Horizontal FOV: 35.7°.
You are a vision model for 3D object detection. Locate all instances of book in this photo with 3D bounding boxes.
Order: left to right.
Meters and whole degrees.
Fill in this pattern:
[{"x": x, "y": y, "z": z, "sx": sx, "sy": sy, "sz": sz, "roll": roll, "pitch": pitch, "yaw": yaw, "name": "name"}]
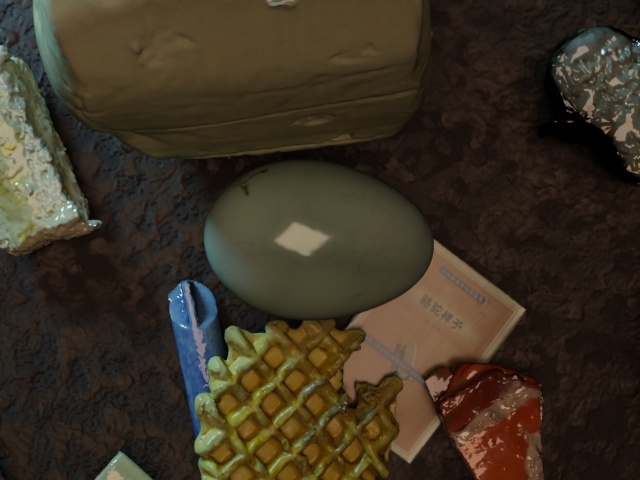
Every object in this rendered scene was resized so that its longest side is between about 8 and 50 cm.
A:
[{"x": 0.116, "y": 0.131, "z": 1.218, "sx": 0.170, "sy": 0.018, "sz": 0.242, "roll": 37, "pitch": 89, "yaw": -3, "name": "book"}]

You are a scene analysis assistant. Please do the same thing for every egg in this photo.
[{"x": 0.000, "y": 0.000, "z": 1.128, "sx": 0.264, "sy": 0.183, "sz": 0.183, "roll": 3, "pitch": 91, "yaw": -9, "name": "egg"}]

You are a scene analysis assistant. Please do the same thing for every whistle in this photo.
[{"x": -0.127, "y": 0.196, "z": 1.185, "sx": 0.062, "sy": 0.062, "sz": 0.304, "roll": -12, "pitch": 91, "yaw": -3, "name": "whistle"}]

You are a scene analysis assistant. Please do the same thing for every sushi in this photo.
[{"x": 0.347, "y": -0.146, "z": 1.179, "sx": 0.212, "sy": 0.115, "sz": 0.147, "roll": 45, "pitch": 85, "yaw": -1, "name": "sushi"}]

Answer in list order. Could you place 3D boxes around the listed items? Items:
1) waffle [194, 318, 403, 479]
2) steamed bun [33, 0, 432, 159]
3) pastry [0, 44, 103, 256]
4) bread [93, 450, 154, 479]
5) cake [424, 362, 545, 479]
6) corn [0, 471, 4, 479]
[{"x": -0.027, "y": 0.216, "z": 1.158, "sx": 0.250, "sy": 0.056, "sz": 0.261, "roll": 6, "pitch": 91, "yaw": -17, "name": "waffle"}, {"x": -0.087, "y": -0.252, "z": 0.988, "sx": 0.371, "sy": 0.456, "sz": 0.290, "roll": -8, "pitch": 82, "yaw": -1, "name": "steamed bun"}, {"x": -0.361, "y": -0.106, "z": 1.154, "sx": 0.121, "sy": 0.089, "sz": 0.259, "roll": -26, "pitch": 91, "yaw": 1, "name": "pastry"}, {"x": -0.218, "y": 0.356, "z": 1.182, "sx": 0.178, "sy": 0.060, "sz": 0.139, "roll": 45, "pitch": 88, "yaw": -3, "name": "bread"}, {"x": 0.232, "y": 0.274, "z": 1.182, "sx": 0.135, "sy": 0.098, "sz": 0.287, "roll": -23, "pitch": 94, "yaw": -15, "name": "cake"}, {"x": -0.382, "y": 0.353, "z": 1.164, "sx": 0.092, "sy": 0.092, "sz": 0.281, "roll": -19, "pitch": 90, "yaw": -3, "name": "corn"}]
